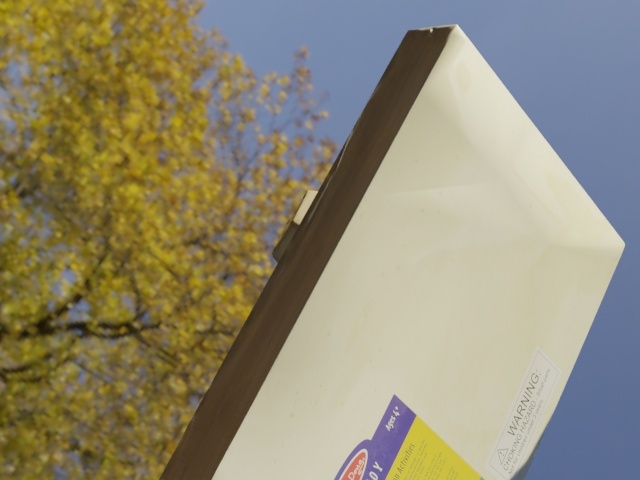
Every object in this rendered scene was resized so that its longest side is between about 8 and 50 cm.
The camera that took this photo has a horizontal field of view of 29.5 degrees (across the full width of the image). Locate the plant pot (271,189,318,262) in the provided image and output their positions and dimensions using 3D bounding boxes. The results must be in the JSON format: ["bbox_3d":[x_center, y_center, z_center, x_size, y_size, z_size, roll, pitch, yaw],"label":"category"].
[{"bbox_3d":[0.000,0.000,1.587,0.109,0.096,0.109,-57,-173,45],"label":"plant pot"}]

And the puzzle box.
[{"bbox_3d":[0.066,0.088,0.860,0.052,0.272,0.408,4,-123,47],"label":"puzzle box"}]
